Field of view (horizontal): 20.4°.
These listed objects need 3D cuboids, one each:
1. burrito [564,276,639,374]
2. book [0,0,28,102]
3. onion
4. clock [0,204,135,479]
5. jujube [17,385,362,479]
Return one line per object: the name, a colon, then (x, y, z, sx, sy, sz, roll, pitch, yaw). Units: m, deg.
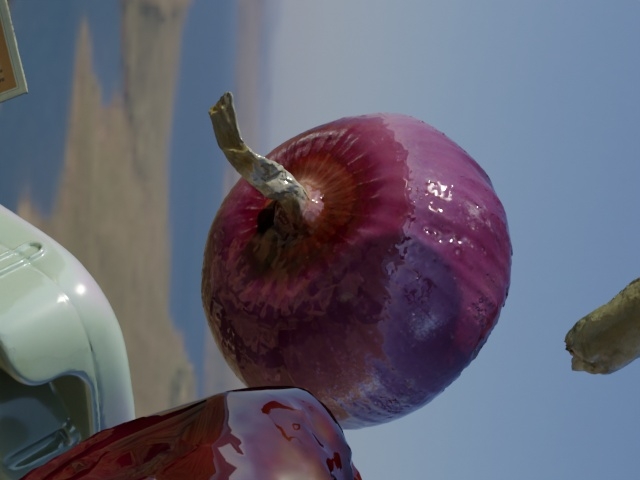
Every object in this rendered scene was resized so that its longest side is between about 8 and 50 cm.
burrito: (0.277, 0.059, 1.495, 0.188, 0.045, 0.058, -39, -114, 36)
book: (-0.430, -0.250, 2.003, 0.018, 0.170, 0.242, 27, -46, 48)
onion: (0.019, 0.029, 1.917, 0.358, 0.345, 0.358, -4, -96, 43)
clock: (-0.250, 0.124, 1.316, 0.108, 0.265, 0.324, -30, 132, -36)
jujube: (-0.116, 0.236, 0.979, 0.258, 0.376, 0.258, 48, -10, 11)
